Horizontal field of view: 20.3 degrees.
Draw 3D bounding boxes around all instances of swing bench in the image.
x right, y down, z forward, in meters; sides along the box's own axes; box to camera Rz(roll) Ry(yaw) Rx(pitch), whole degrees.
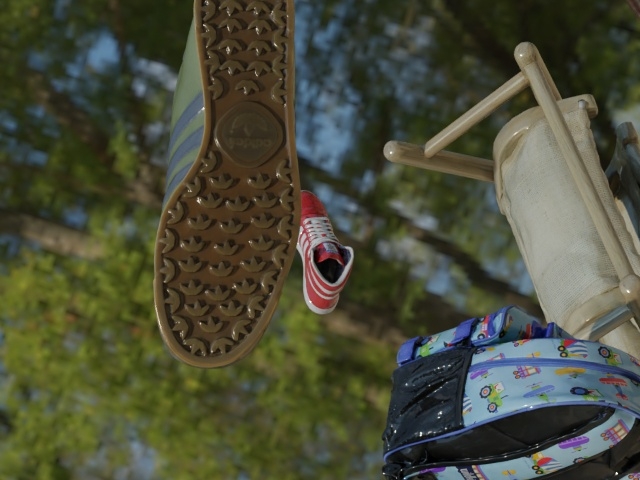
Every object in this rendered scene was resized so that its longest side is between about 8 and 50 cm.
[{"bbox_3d":[0.212,0.019,1.455,0.254,0.165,0.253,27,-144,-46],"label":"swing bench"}]

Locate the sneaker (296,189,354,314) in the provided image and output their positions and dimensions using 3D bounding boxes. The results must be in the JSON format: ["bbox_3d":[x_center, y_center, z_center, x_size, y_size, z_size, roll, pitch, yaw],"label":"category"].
[{"bbox_3d":[0.000,0.000,1.599,0.067,0.042,0.118,117,144,-64],"label":"sneaker"}]

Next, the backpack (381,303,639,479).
[{"bbox_3d":[0.147,0.115,1.167,0.158,0.173,0.117,33,-132,-34],"label":"backpack"}]

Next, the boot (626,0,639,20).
[{"bbox_3d":[0.217,-0.183,1.085,0.114,0.106,0.037,28,-145,-47],"label":"boot"}]

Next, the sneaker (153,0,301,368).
[{"bbox_3d":[-0.042,-0.031,0.850,0.086,0.064,0.192,116,159,-80],"label":"sneaker"}]
